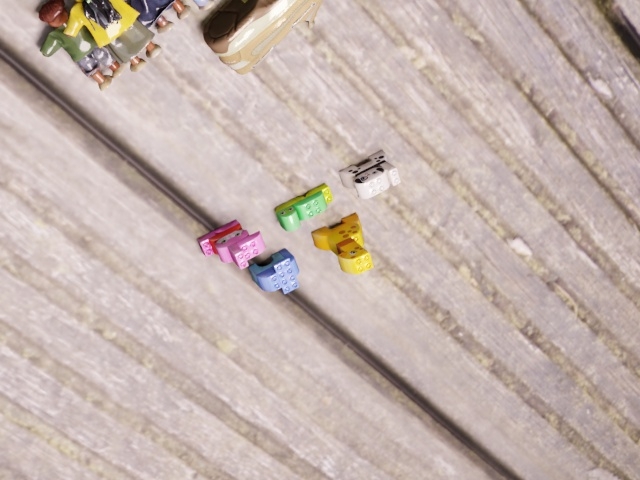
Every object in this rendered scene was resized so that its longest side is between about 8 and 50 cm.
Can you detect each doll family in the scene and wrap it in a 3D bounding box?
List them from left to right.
[{"bbox_3d":[-0.172,-0.227,1.021,0.193,0.076,0.111,-45,119,-8],"label":"doll family"}]

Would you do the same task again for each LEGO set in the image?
[{"bbox_3d":[0.000,0.000,1.186,0.227,0.093,0.087,-27,121,-13],"label":"LEGO set"}]

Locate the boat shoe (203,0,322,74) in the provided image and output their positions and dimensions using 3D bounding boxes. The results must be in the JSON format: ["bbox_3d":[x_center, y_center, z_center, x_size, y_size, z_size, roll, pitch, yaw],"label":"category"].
[{"bbox_3d":[-0.026,-0.238,1.096,0.190,0.068,0.072,-39,135,5],"label":"boat shoe"}]
